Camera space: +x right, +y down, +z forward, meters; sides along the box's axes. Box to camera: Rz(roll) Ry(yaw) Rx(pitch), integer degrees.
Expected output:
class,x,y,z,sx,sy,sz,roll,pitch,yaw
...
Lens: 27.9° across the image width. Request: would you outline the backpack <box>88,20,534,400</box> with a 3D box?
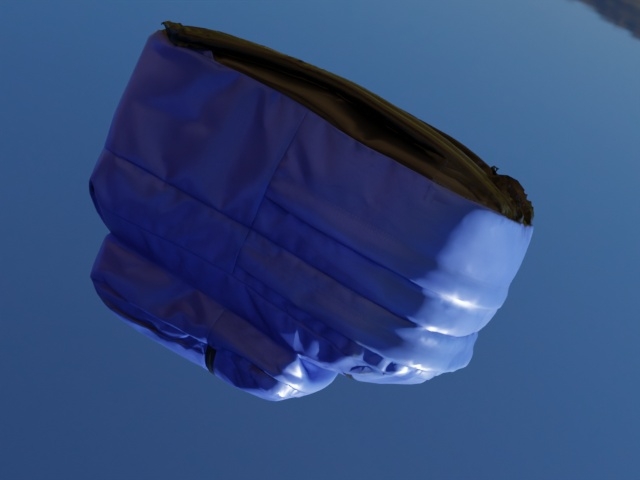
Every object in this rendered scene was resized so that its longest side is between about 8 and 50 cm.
class,x,y,z,sx,sy,sz,roll,pitch,yaw
backpack,0.000,0.000,0.402,0.120,0.101,0.098,25,-169,15
